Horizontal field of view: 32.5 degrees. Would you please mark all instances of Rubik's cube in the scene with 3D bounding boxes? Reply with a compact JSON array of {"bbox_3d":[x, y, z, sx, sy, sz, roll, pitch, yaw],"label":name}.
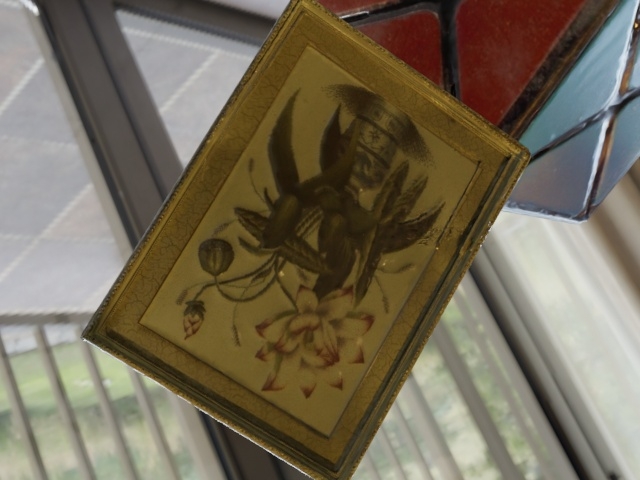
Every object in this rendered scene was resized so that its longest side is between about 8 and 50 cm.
[{"bbox_3d":[0.176,-0.189,0.972,0.260,0.255,0.259,2,129,-53],"label":"Rubik's cube"}]

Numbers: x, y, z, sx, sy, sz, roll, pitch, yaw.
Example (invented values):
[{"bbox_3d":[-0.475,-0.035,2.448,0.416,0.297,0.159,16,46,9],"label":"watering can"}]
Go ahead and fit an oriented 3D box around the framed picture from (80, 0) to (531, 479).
[{"bbox_3d":[0.000,0.000,0.610,0.231,0.173,0.010,-61,-167,-12],"label":"framed picture"}]
